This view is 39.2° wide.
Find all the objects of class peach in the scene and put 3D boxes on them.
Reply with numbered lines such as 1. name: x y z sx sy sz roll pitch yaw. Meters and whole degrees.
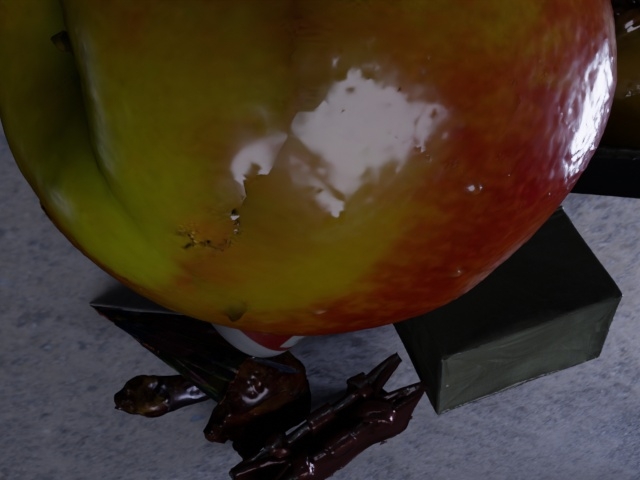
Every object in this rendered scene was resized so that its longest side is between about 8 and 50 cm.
1. peach: -0.006 -0.112 0.557 0.369 0.370 0.370 -16 144 -12

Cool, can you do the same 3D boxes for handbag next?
1. handbag: 0.005 0.264 1.168 0.260 0.084 0.275 -31 164 -16

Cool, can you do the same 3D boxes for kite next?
1. kite: -0.130 0.104 0.934 0.233 0.321 0.016 15 96 4

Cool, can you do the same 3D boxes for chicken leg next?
1. chicken leg: -0.101 0.176 1.049 0.158 0.096 0.407 -40 158 2

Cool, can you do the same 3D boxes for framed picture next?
1. framed picture: 0.225 -0.061 0.812 0.255 0.014 0.338 7 -179 29

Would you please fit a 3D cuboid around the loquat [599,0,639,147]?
1. loquat: 0.234 -0.170 0.732 0.208 0.208 0.208 -16 144 -12

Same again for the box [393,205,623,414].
1. box: 0.220 0.087 1.110 0.231 0.149 0.155 -17 144 -10

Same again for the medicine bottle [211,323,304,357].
1. medicine bottle: 0.000 0.000 0.880 0.250 0.131 0.131 -39 142 21
